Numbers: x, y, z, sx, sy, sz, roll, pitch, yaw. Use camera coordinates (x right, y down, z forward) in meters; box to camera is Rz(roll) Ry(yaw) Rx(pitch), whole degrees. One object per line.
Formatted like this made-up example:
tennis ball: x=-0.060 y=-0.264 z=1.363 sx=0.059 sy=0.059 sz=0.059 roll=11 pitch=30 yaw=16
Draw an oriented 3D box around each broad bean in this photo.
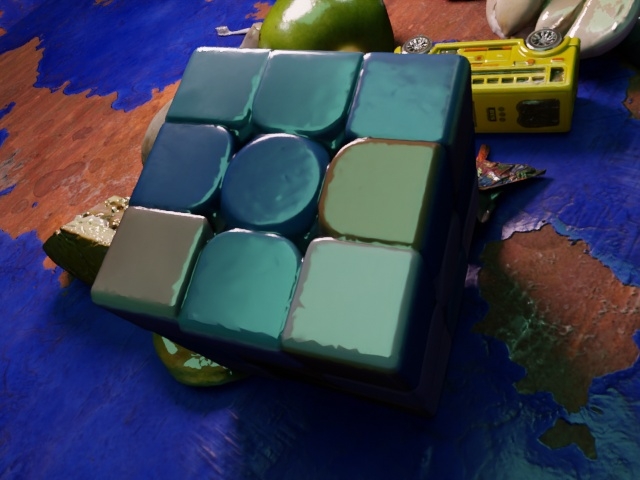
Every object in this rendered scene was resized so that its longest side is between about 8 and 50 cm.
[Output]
broad bean: x=-0.178 y=0.162 z=0.922 sx=0.207 sy=0.072 sz=0.153 roll=7 pitch=70 yaw=27

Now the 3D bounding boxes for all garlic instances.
garlic: x=0.442 y=-0.420 z=1.079 sx=0.281 sy=0.185 sz=0.203 roll=34 pitch=98 yaw=23

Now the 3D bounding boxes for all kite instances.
kite: x=0.261 y=-0.127 z=0.970 sx=0.232 sy=0.009 sz=0.189 roll=12 pitch=36 yaw=22

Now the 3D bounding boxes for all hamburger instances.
hamburger: x=-0.402 y=0.011 z=1.094 sx=0.155 sy=0.245 sz=0.282 roll=-38 pitch=-4 yaw=-44

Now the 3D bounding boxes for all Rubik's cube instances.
Rubik's cube: x=0.000 y=0.000 z=0.726 sx=0.345 sy=0.347 sz=0.346 roll=9 pitch=71 yaw=19

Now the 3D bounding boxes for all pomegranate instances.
pomegranate: x=0.018 y=-0.442 z=1.250 sx=0.310 sy=0.216 sz=0.358 roll=-26 pitch=47 yaw=-2

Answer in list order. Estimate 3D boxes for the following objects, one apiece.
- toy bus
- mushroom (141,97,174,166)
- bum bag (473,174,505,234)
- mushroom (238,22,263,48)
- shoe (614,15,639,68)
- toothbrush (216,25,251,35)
toy bus: x=0.287 y=-0.276 z=1.038 sx=0.330 sy=0.144 sz=0.152 roll=5 pitch=58 yaw=25
mushroom: x=-0.228 y=-0.176 z=1.153 sx=0.244 sy=0.243 sz=0.243 roll=-13 pitch=48 yaw=14
bum bag: x=0.141 y=-0.048 z=0.951 sx=0.327 sy=0.079 sz=0.142 roll=-10 pitch=37 yaw=15
mushroom: x=-0.224 y=-0.435 z=1.417 sx=0.278 sy=0.099 sz=0.096 roll=-28 pitch=81 yaw=21
shoe: x=0.604 y=-0.359 z=1.002 sx=0.108 sy=0.093 sz=0.241 roll=-27 pitch=44 yaw=-1
toothbrush: x=-0.181 y=-0.589 z=1.597 sx=0.287 sy=0.025 sz=0.020 roll=11 pitch=57 yaw=30
